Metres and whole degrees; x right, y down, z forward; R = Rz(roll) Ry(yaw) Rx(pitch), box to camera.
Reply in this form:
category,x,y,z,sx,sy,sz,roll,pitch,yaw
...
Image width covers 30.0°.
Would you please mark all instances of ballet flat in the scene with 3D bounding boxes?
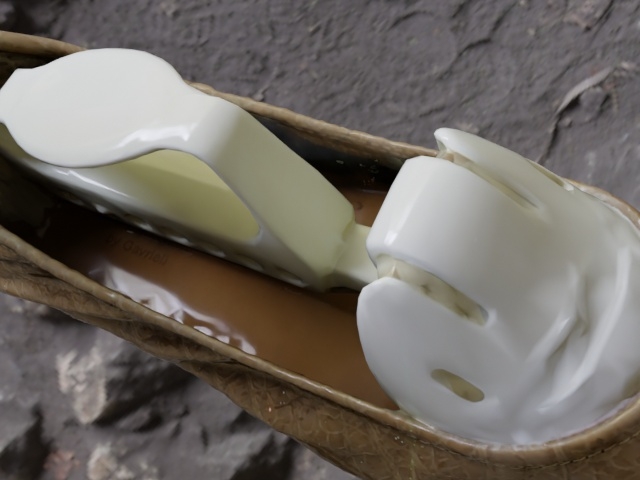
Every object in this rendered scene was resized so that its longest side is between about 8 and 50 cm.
category,x,y,z,sx,sy,sz,roll,pitch,yaw
ballet flat,0.000,0.000,0.378,0.342,0.116,0.124,21,161,22
